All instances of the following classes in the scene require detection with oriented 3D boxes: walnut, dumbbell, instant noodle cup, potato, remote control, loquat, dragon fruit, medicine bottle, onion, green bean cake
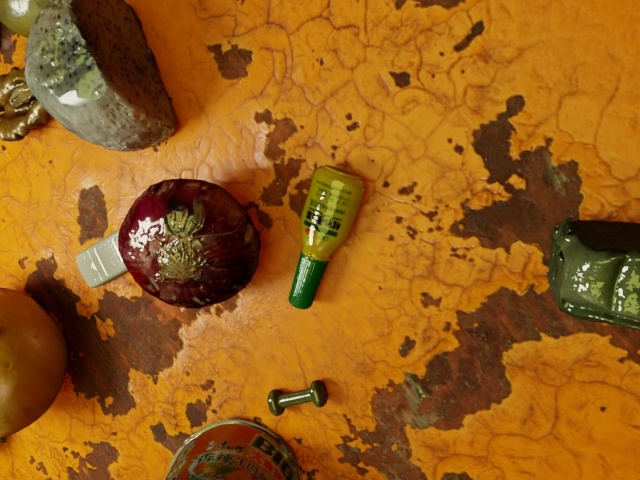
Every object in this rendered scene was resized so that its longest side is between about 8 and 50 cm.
[{"bbox_3d":[-0.635,-0.284,1.011,0.170,0.069,0.142,-15,93,19],"label":"walnut"},{"bbox_3d":[-0.045,0.306,0.929,0.118,0.046,0.052,-18,88,21],"label":"dumbbell"},{"bbox_3d":[-0.189,0.517,0.889,0.297,0.214,0.296,0,93,5],"label":"instant noodle cup"},{"bbox_3d":[-0.526,-0.471,0.900,0.201,0.154,0.137,-30,110,20],"label":"potato"},{"bbox_3d":[-0.441,0.033,1.022,0.190,0.029,0.087,-26,90,21],"label":"remote control"},{"bbox_3d":[-0.719,0.256,0.993,0.329,0.359,0.328,-3,76,13],"label":"loquat"},{"bbox_3d":[-0.423,-0.290,0.863,0.204,0.221,0.282,-22,95,15],"label":"dragon fruit"},{"bbox_3d":[0.000,0.000,0.850,0.095,0.064,0.260,22,107,14],"label":"medicine bottle"},{"bbox_3d":[-0.228,0.004,0.863,0.247,0.190,0.246,4,122,7],"label":"onion"},{"bbox_3d":[0.418,0.042,0.630,0.223,0.227,0.124,8,100,17],"label":"green bean cake"}]

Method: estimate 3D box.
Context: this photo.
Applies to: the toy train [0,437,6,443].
[{"bbox_3d":[-0.894,0.450,1.207,0.163,0.112,0.203,-4,101,14],"label":"toy train"}]
